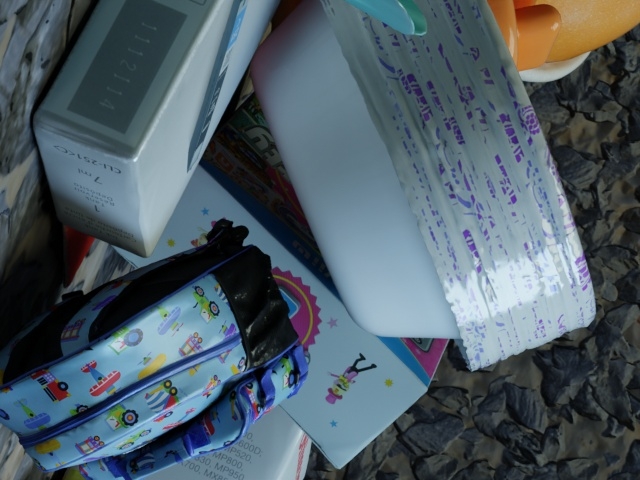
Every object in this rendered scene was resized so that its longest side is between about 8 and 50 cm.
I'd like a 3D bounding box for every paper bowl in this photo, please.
[{"bbox_3d":[0.055,-0.053,1.226,0.148,0.284,0.284,-23,173,0],"label":"paper bowl"}]

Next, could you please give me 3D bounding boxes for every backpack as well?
[{"bbox_3d":[-0.107,0.078,1.128,0.158,0.117,0.173,-24,-176,25],"label":"backpack"}]

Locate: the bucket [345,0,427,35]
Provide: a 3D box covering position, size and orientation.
[{"bbox_3d":[0.009,-0.240,0.771,0.281,0.183,0.281,24,90,-85],"label":"bucket"}]

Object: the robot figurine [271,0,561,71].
[{"bbox_3d":[0.059,-0.152,1.416,0.128,0.219,0.158,-125,-154,-69],"label":"robot figurine"}]

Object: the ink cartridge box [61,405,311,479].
[{"bbox_3d":[-0.149,0.285,1.570,0.279,0.160,0.384,100,14,-68],"label":"ink cartridge box"}]

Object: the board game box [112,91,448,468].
[{"bbox_3d":[0.000,0.000,1.429,0.097,0.224,0.303,-43,-174,25],"label":"board game box"}]

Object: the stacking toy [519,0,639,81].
[{"bbox_3d":[0.316,-0.321,1.489,0.350,0.480,0.350,13,75,-54],"label":"stacking toy"}]

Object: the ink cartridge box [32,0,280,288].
[{"bbox_3d":[-0.066,-0.126,1.146,0.261,0.066,0.296,97,17,-68],"label":"ink cartridge box"}]
